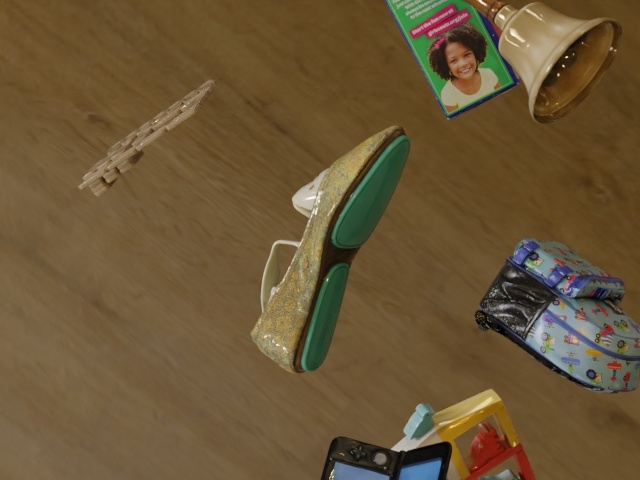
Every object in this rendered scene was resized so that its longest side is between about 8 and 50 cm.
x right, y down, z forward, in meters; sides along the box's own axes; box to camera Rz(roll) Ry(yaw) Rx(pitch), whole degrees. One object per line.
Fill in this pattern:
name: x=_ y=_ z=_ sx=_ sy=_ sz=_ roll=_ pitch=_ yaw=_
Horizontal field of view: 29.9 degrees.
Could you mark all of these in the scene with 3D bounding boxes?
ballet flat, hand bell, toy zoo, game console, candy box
ballet flat: x=0.000 y=0.000 z=1.541 sx=0.123 sy=0.123 sz=0.349 roll=19 pitch=101 yaw=-16
hand bell: x=0.180 y=-0.241 z=1.246 sx=0.126 sy=0.126 sz=0.242 roll=-42 pitch=63 yaw=-7
toy zoo: x=0.187 y=0.322 z=1.613 sx=0.192 sy=0.030 sz=0.293 roll=-31 pitch=126 yaw=-7
game console: x=0.049 y=0.230 z=1.061 sx=0.107 sy=0.071 sz=0.122 roll=15 pitch=59 yaw=4
candy box: x=0.169 y=-0.357 z=1.702 sx=0.122 sy=0.268 sz=0.317 roll=-28 pitch=100 yaw=19

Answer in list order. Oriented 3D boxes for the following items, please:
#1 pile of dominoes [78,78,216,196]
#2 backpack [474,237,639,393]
pile of dominoes: x=-0.254 y=-0.156 z=1.853 sx=0.251 sy=0.196 sz=0.040 roll=-30 pitch=106 yaw=21
backpack: x=0.283 y=0.089 z=1.321 sx=0.158 sy=0.173 sz=0.117 roll=10 pitch=112 yaw=-50
